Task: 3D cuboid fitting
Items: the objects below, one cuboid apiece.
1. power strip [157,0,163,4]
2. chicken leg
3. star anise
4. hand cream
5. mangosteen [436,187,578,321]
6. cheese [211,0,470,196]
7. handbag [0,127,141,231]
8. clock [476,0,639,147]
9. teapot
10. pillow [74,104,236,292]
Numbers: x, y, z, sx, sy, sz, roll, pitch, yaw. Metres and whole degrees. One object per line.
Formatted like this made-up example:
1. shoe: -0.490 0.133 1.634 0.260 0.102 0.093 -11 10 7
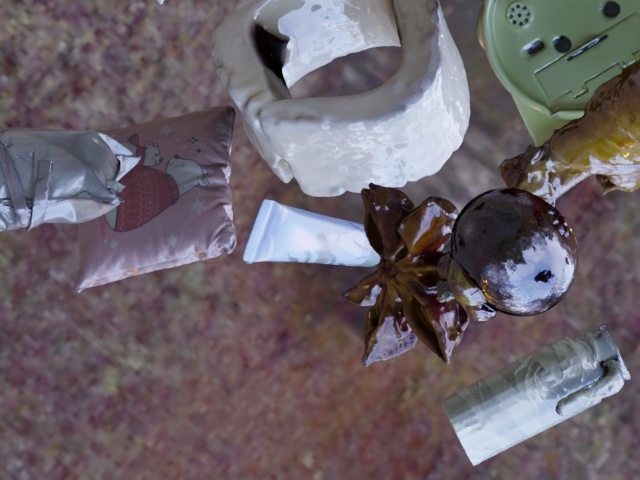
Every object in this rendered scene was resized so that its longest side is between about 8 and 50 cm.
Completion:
1. power strip: -0.193 -0.245 1.138 0.030 0.191 0.047 -53 -166 -14
2. chicken leg: 0.341 -0.158 1.415 0.182 0.295 0.409 29 133 -35
3. star anise: 0.101 0.029 1.529 0.111 0.212 0.196 5 160 -20
4. hand cream: 0.000 0.000 2.005 0.256 0.055 0.088 9 108 -44
5. mangosteen: 0.163 0.019 1.354 0.140 0.140 0.140 -47 165 -17
6. cheese: 0.027 -0.204 1.848 0.292 0.332 0.153 -23 136 5
7. handbag: -0.326 -0.059 1.530 0.182 0.270 0.117 -93 -179 -69
8. clock: 0.273 -0.237 1.586 0.235 0.308 0.096 -31 178 31
9. teapot: 0.240 0.170 1.629 0.200 0.077 0.107 -28 -164 2
10. pillow: -0.211 -0.058 1.887 0.084 0.223 0.236 62 22 -58
